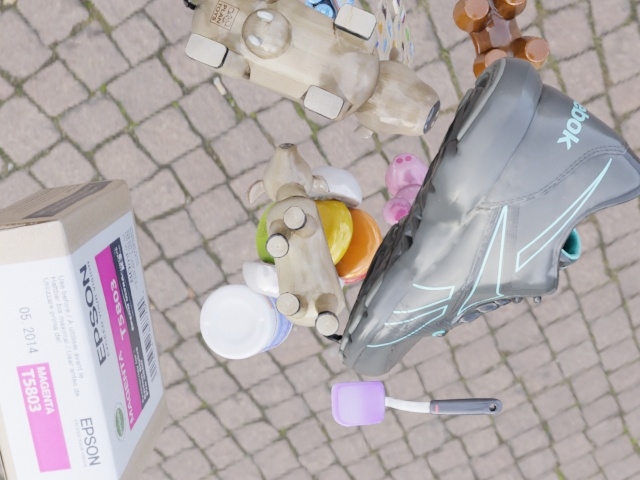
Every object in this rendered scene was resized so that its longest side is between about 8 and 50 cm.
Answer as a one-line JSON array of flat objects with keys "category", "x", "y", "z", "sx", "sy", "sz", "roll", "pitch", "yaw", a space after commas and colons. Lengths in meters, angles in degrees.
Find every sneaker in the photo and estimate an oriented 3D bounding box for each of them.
[{"category": "sneaker", "x": 0.090, "y": 0.017, "z": 0.545, "sx": 0.106, "sy": 0.101, "sz": 0.267, "roll": 26, "pitch": 138, "yaw": -2}]

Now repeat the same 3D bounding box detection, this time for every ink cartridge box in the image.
[{"category": "ink cartridge box", "x": -0.199, "y": 0.081, "z": 0.720, "sx": 0.088, "sy": 0.193, "sz": 0.235, "roll": -7, "pitch": 103, "yaw": 2}]

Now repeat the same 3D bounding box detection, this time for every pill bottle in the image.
[{"category": "pill bottle", "x": -0.143, "y": 0.165, "z": 1.884, "sx": 0.152, "sy": 0.272, "sz": 0.152, "roll": 0, "pitch": 88, "yaw": 12}]

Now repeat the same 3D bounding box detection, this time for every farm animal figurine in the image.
[{"category": "farm animal figurine", "x": 0.012, "y": -0.116, "z": 0.760, "sx": 0.326, "sy": 0.172, "sz": 0.330, "roll": 41, "pitch": 95, "yaw": -2}]

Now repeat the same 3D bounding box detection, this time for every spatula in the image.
[{"category": "spatula", "x": 0.168, "y": 0.289, "z": 1.547, "sx": 0.296, "sy": 0.030, "sz": 0.084, "roll": 1, "pitch": 103, "yaw": 7}]

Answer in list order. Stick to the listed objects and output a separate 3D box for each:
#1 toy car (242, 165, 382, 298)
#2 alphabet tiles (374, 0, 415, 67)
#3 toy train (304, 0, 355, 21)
[{"category": "toy car", "x": 0.000, "y": 0.000, "z": 1.072, "sx": 0.136, "sy": 0.182, "sz": 0.159, "roll": 18, "pitch": 81, "yaw": -37}, {"category": "alphabet tiles", "x": 0.118, "y": -0.312, "z": 1.489, "sx": 0.009, "sy": 0.237, "sz": 0.198, "roll": 3, "pitch": 145, "yaw": 20}, {"category": "toy train", "x": 0.034, "y": -0.484, "z": 1.894, "sx": 0.105, "sy": 0.184, "sz": 0.080, "roll": -21, "pitch": 170, "yaw": -5}]
